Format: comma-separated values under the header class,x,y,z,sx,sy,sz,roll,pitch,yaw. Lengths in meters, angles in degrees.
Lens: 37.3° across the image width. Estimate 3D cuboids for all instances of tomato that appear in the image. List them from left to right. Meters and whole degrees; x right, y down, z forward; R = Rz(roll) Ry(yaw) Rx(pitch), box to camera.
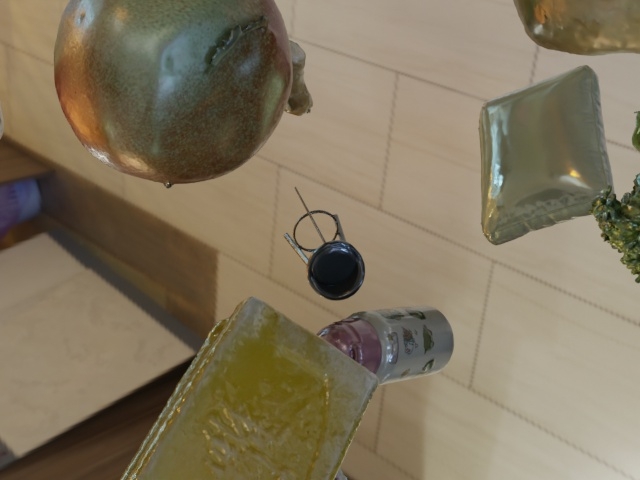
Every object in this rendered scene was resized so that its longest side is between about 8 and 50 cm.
class,x,y,z,sx,sy,sz,roll,pitch,yaw
tomato,-0.181,-0.228,1.187,0.303,0.303,0.239,49,151,21

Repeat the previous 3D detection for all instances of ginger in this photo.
class,x,y,z,sx,sy,sz,roll,pitch,yaw
ginger,-0.066,-0.349,2.066,0.069,0.095,0.190,-106,-1,-51

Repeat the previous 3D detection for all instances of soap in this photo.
class,x,y,z,sx,sy,sz,roll,pitch,yaw
soap,-0.082,0.229,0.989,0.199,0.315,0.091,35,146,-5

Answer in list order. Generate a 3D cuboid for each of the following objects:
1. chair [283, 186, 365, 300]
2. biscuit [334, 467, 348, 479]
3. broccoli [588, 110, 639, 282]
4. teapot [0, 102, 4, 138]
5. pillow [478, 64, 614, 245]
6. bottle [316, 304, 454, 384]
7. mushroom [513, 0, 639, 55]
class,x,y,z,sx,sy,sz,roll,pitch,yaw
chair,0.000,0.001,1.584,0.221,0.104,0.095,-118,4,-52
biscuit,-0.026,0.352,1.421,0.186,0.079,0.309,-41,73,49
broccoli,0.519,-0.038,1.194,0.375,0.302,0.249,-12,79,42
teapot,-0.639,-0.229,1.553,0.166,0.300,0.208,-51,46,6
pillow,0.407,-0.160,1.755,0.255,0.120,0.322,-18,50,32
bottle,0.089,0.162,1.451,0.120,0.253,0.120,0,90,43
mushroom,0.236,-0.288,0.774,0.212,0.292,0.217,-25,117,13
